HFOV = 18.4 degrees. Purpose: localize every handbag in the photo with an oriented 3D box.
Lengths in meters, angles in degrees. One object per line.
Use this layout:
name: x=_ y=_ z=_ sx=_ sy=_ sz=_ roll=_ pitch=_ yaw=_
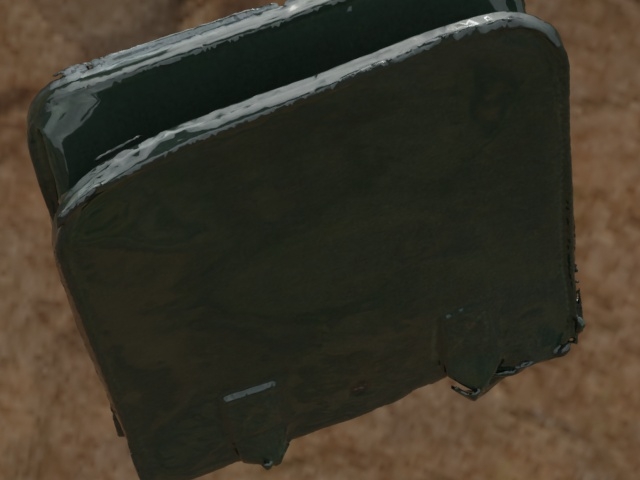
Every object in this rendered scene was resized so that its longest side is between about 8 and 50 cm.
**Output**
handbag: x=0.001 y=0.001 z=0.943 sx=0.247 sy=0.260 sz=0.079 roll=-21 pitch=49 yaw=-9
